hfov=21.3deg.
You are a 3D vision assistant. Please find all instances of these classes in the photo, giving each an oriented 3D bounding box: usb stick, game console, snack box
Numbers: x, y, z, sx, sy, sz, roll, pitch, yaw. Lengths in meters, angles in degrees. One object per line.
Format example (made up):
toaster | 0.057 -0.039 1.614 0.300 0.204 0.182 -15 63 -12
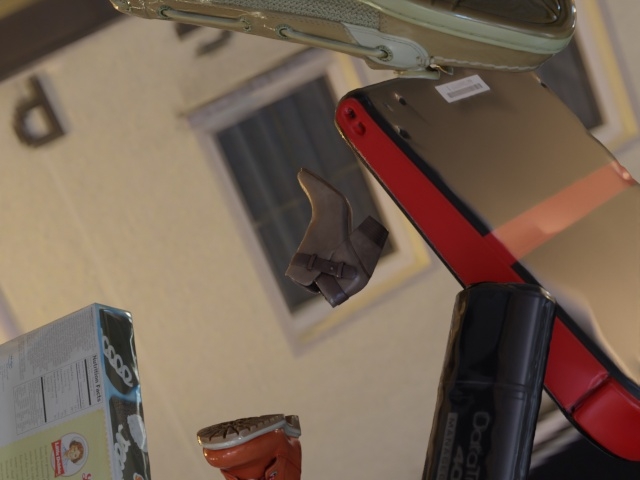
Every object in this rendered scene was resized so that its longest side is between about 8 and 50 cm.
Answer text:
usb stick | 0.102 0.159 1.121 0.077 0.045 0.278 0 -111 35
game console | 0.191 -0.005 1.368 0.060 0.342 0.386 -46 171 24
snack box | -0.254 0.242 1.675 0.187 0.060 0.322 -23 -116 30

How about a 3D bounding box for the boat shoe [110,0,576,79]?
boat shoe | 0.005 -0.079 0.547 0.153 0.048 0.056 13 -138 3

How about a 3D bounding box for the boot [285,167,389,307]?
boot | 0.000 0.000 1.491 0.118 0.042 0.087 38 -95 28

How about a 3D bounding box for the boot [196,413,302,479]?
boot | -0.045 0.172 1.265 0.059 0.085 0.158 -9 169 16
